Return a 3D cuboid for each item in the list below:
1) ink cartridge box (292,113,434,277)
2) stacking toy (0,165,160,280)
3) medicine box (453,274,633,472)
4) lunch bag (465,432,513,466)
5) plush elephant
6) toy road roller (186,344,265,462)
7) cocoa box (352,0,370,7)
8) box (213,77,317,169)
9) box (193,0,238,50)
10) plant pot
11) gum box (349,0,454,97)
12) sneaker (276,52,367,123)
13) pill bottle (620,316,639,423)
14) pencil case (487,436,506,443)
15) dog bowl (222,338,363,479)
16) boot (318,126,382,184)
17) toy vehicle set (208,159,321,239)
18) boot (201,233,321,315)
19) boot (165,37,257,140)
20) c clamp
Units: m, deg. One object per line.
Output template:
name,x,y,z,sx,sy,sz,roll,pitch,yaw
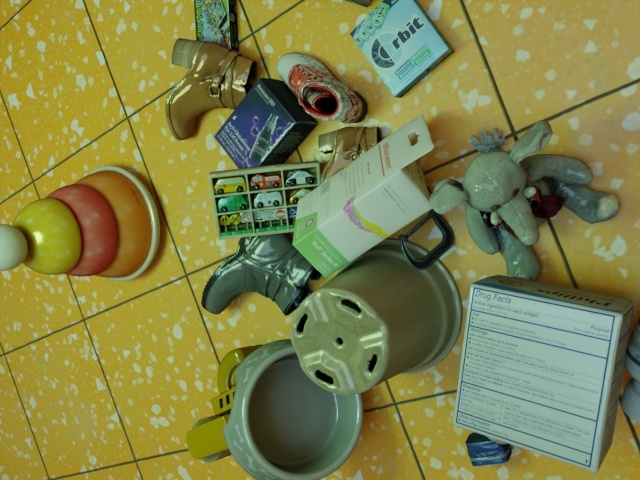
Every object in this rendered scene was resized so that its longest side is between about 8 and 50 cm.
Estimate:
ink cartridge box,0.115,-0.097,1.302,0.353,0.207,0.119,-34,114,21
stacking toy,-0.716,-0.022,1.653,0.351,0.480,0.350,5,101,29
medicine box,0.412,0.232,1.129,0.263,0.149,0.289,11,99,34
lunch bag,0.383,0.470,1.361,0.098,0.067,0.065,-18,90,29
plush elephant,0.369,-0.084,1.161,0.272,0.255,0.330,-39,79,29
toy road roller,-0.209,0.425,1.618,0.329,0.202,0.240,-31,71,25
cocoa box,0.024,-0.706,1.261,0.231,0.228,0.347,29,111,22
box,-0.137,-0.274,1.498,0.153,0.108,0.207,51,119,13
box,-0.271,-0.591,1.559,0.114,0.036,0.207,2,100,29
plant pot,0.105,0.184,1.329,0.334,0.305,0.333,6,102,28
gum box,0.176,-0.437,1.332,0.157,0.041,0.184,-37,79,29
sneaker,-0.025,-0.361,1.398,0.270,0.145,0.090,39,115,18
pill bottle,0.663,0.186,1.090,0.176,0.176,0.318,21,109,25
pencil case,0.444,0.315,1.272,0.124,0.113,0.273,45,118,7
dog bowl,-0.053,0.405,1.433,0.102,0.349,0.348,-28,84,61
boot,0.079,-0.169,1.420,0.152,0.073,0.197,-5,102,24
toy vehicle set,-0.128,-0.098,1.473,0.267,0.035,0.166,-7,111,-1
boot,-0.157,0.122,1.573,0.223,0.118,0.338,43,115,15
boot,-0.279,-0.371,1.578,0.220,0.109,0.283,18,115,10
c clamp,0.228,-0.019,1.334,0.137,0.161,0.022,49,156,-9
